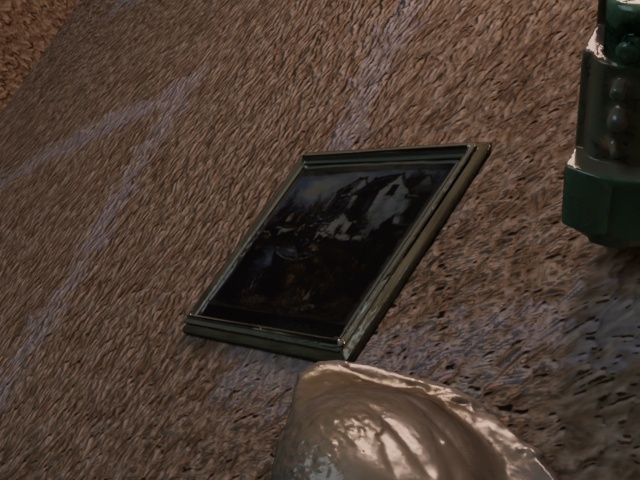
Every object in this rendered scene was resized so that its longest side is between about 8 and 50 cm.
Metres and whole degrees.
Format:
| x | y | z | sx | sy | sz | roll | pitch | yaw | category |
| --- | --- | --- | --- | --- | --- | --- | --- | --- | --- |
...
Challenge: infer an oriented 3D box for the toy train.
| x | y | z | sx | sy | sz | roll | pitch | yaw | category |
| --- | --- | --- | --- | --- | --- | --- | --- | --- | --- |
| 0.199 | -0.094 | 0.790 | 0.081 | 0.194 | 0.125 | 14 | 44 | 22 | toy train |

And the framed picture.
| x | y | z | sx | sy | sz | roll | pitch | yaw | category |
| --- | --- | --- | --- | --- | --- | --- | --- | --- | --- |
| 0.000 | 0.000 | 1.135 | 0.296 | 0.019 | 0.232 | 2 | 54 | 57 | framed picture |

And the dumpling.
| x | y | z | sx | sy | sz | roll | pitch | yaw | category |
| --- | --- | --- | --- | --- | --- | --- | --- | --- | --- |
| 0.055 | 0.153 | 0.731 | 0.166 | 0.126 | 0.216 | -7 | 23 | -5 | dumpling |
